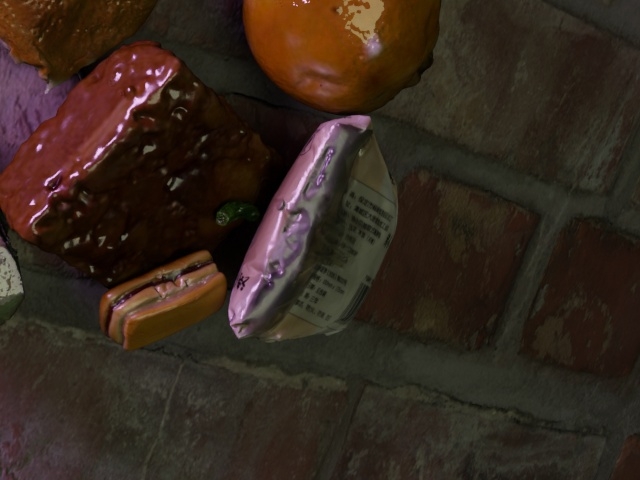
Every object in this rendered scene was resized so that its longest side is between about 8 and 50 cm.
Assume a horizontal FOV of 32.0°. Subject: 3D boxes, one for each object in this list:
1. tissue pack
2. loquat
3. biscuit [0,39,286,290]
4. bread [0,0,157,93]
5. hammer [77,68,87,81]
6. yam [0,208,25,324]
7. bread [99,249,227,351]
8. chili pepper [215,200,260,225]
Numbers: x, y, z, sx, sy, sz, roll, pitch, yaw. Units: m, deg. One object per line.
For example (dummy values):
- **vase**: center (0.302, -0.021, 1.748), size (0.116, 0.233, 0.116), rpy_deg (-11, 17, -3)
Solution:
- **tissue pack**: center (0.000, 0.000, 1.840), size (0.390, 0.195, 0.375), rpy_deg (-61, 168, -2)
- **loquat**: center (0.037, -0.358, 1.737), size (0.328, 0.328, 0.328), rpy_deg (-10, 113, -26)
- **biscuit**: center (-0.264, -0.093, 1.676), size (0.342, 0.166, 0.395), rpy_deg (-50, 151, -4)
- **bread**: center (-0.388, -0.394, 1.533), size (0.250, 0.225, 0.279), rpy_deg (-41, 134, -4)
- **hammer**: center (-0.357, -0.219, 1.740), size (0.078, 0.021, 0.201), rpy_deg (-30, 119, -17)
- **yam**: center (-0.525, 0.018, 1.589), size (0.202, 0.271, 0.201), rpy_deg (-28, 121, -11)
- **bread**: center (-0.238, 0.095, 1.704), size (0.200, 0.077, 0.116), rpy_deg (-24, 155, -27)
- **chili pepper**: center (-0.129, -0.043, 1.727), size (0.091, 0.030, 0.034), rpy_deg (-10, 74, -51)
